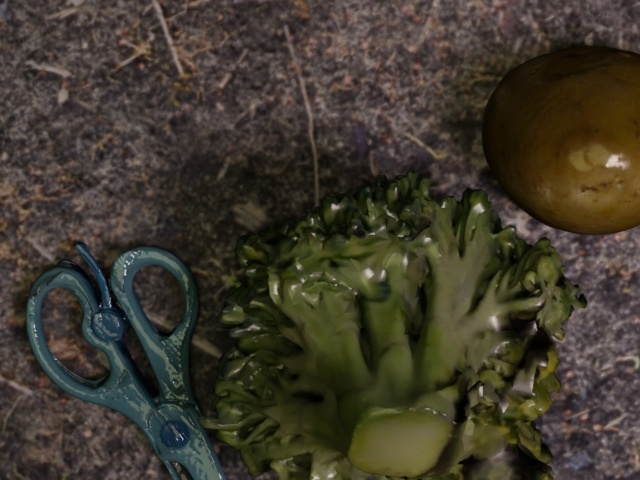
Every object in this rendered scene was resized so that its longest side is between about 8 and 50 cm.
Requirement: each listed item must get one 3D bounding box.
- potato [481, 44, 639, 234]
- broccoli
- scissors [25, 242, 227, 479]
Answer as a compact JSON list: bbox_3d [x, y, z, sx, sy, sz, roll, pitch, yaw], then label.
[{"bbox_3d":[0.238,-0.081,1.142,0.203,0.158,0.178,24,104,5],"label":"potato"},{"bbox_3d":[0.065,0.117,1.167,0.334,0.272,0.324,17,139,-4],"label":"broccoli"},{"bbox_3d":[-0.154,0.180,1.293,0.180,0.032,0.393,-25,93,11],"label":"scissors"}]
